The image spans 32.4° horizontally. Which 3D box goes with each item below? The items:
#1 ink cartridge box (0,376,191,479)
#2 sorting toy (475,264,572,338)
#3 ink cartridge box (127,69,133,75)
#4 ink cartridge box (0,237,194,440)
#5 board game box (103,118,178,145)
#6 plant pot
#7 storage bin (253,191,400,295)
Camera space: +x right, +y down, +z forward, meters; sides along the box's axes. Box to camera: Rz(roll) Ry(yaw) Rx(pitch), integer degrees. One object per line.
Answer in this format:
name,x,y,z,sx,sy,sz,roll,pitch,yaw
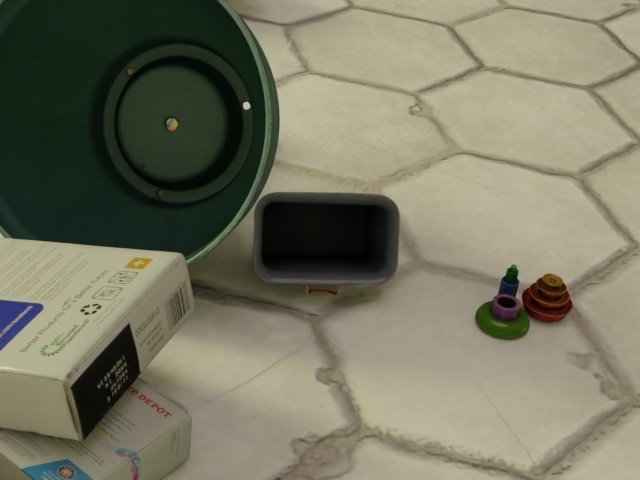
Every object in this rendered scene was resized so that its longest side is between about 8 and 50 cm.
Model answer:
ink cartridge box,-0.168,0.154,0.813,0.089,0.052,0.122,28,41,29
sorting toy,0.191,0.053,1.037,0.102,0.042,0.061,-14,39,-28
ink cartridge box,-0.318,-0.293,1.430,0.235,0.088,0.193,4,35,-2
ink cartridge box,-0.304,0.060,0.882,0.371,0.069,0.175,7,31,21
board game box,-0.197,-0.125,1.233,0.170,0.048,0.141,11,33,7
plant pot,-0.166,-0.114,1.051,0.293,0.293,0.196,13,7,10
storage bin,0.000,0.000,1.053,0.135,0.098,0.091,1,6,-8
